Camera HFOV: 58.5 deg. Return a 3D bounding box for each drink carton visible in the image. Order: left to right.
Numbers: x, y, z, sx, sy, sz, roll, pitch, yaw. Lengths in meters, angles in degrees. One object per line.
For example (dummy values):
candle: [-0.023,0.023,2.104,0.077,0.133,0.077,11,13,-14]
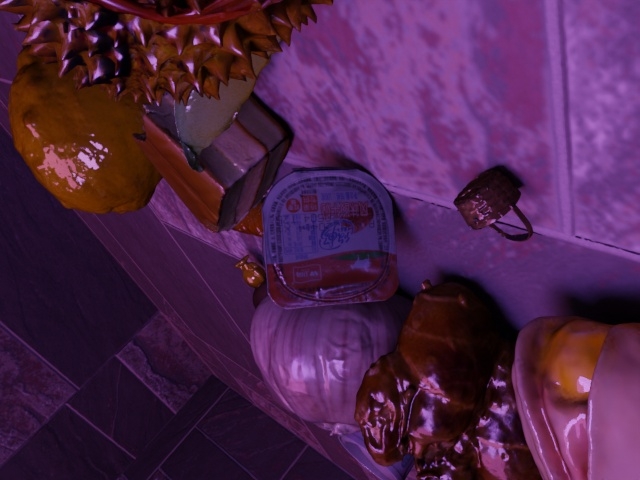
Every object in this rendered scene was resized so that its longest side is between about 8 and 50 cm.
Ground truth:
drink carton: [0.000,0.000,0.855,0.189,0.186,0.191,153,111,-79]

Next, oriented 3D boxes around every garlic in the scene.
garlic: [0.032,0.202,0.995,0.318,0.259,0.317,-5,163,-2]

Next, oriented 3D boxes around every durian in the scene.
durian: [-0.142,-0.279,0.444,0.347,0.347,0.384,44,-176,-3]

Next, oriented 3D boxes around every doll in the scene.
doll: [-0.120,0.114,1.353,0.145,0.096,0.188,1,124,50]

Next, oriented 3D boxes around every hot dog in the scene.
hot dog: [-0.138,-0.047,1.126,0.289,0.068,0.083,13,136,51]

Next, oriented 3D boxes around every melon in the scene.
melon: [-0.125,-0.203,0.719,0.114,0.261,0.053,13,-148,-23]

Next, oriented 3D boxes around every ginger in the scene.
ginger: [0.214,0.249,0.815,0.357,0.274,0.152,45,162,-6]

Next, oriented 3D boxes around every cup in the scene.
cup: [0.158,0.392,1.239,0.167,0.202,0.221,29,153,29]

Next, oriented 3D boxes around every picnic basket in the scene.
picnic basket: [0.194,-0.029,0.626,0.083,0.072,0.072,46,157,-10]

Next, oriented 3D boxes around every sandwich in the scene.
sandwich: [-0.179,-0.144,0.915,0.198,0.155,0.227,44,157,3]

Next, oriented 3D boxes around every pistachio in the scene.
pistachio: [0.335,0.220,0.631,0.230,0.230,0.308,-4,120,60]

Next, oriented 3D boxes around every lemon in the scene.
lemon: [-0.426,-0.207,1.070,0.285,0.285,0.316,25,124,35]
